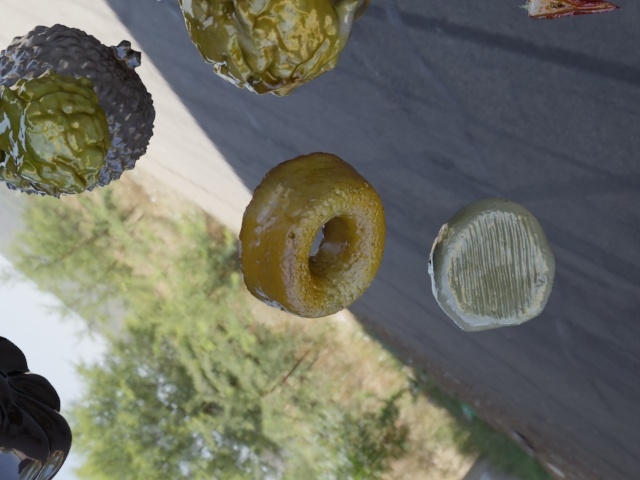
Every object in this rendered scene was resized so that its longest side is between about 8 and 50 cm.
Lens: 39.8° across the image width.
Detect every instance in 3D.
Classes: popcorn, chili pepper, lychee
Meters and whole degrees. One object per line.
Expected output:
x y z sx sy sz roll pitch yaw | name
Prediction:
-0.490 -0.184 1.560 0.225 0.249 0.249 -8 -154 -37 | popcorn
-0.103 -0.458 1.670 0.390 0.344 0.354 7 -152 -44 | popcorn
0.441 -0.416 1.564 0.178 0.027 0.045 3 117 18 | chili pepper
-0.570 -0.289 1.969 0.380 0.432 0.380 51 -174 -7 | lychee

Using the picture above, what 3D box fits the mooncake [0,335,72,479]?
-0.486 0.235 1.205 0.306 0.154 0.306 41 -174 -5 | mooncake

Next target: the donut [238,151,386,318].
0.000 0.002 1.438 0.108 0.277 0.277 30 166 45 | donut

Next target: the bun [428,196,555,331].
0.278 0.040 1.494 0.231 0.231 0.133 42 179 -11 | bun
